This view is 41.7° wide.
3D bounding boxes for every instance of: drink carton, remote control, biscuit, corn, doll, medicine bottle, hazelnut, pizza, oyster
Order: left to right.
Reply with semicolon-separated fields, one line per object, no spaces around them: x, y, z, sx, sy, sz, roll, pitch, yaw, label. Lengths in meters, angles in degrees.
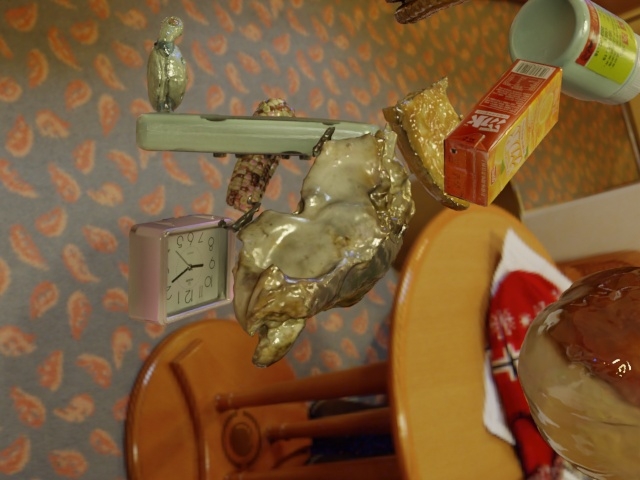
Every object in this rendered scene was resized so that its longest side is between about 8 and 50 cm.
-0.268;-0.282;1.459;0.103;0.072;0.214;-101;-164;-81;doll
-0.127;-0.177;1.754;0.092;0.092;0.280;38;61;-38;corn
-0.073;-0.129;1.055;0.140;0.296;0.056;-100;-168;-82;remote control
0.003;-0.006;0.869;0.337;0.133;0.197;-39;143;-55;oyster
0.231;-0.211;1.737;0.323;0.089;0.223;48;53;-38;pizza
0.194;-0.356;1.146;0.220;0.220;0.066;-31;103;-51;biscuit
0.251;-0.152;1.151;0.223;0.071;0.096;-46;144;-35;drink carton
0.407;-0.294;1.306;0.225;0.139;0.139;10;70;-42;medicine bottle
0.352;0.154;0.931;0.261;0.241;0.261;-13;112;-34;hazelnut

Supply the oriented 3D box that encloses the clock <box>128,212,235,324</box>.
-0.211;0.039;1.308;0.197;0.063;0.150;-14;109;-61;clock
